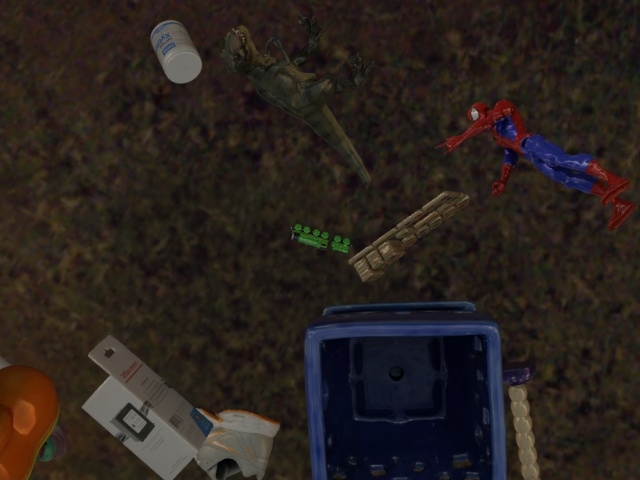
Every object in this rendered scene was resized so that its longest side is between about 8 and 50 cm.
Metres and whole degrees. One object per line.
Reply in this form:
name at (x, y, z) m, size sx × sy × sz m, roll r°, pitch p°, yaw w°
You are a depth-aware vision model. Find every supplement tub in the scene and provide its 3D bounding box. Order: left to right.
supplement tub at (-0.260, -0.341, 2.067) m, size 0.071 × 0.107 × 0.071 m, roll -15°, pitch 137°, yaw -15°

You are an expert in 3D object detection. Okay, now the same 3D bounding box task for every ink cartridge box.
ink cartridge box at (-0.227, 0.208, 1.439) m, size 0.180 × 0.104 × 0.060 m, roll 42°, pitch 101°, yaw -2°

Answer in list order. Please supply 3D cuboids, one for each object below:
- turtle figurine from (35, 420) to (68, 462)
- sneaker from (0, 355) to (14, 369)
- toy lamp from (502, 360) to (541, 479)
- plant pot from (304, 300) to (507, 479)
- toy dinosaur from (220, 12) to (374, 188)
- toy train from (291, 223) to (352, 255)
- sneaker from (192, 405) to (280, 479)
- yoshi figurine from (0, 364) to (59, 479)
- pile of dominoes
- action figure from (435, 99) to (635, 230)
turtle figurine at (-0.373, 0.246, 1.264) m, size 0.175 × 0.118 × 0.234 m, roll -24°, pitch 167°, yaw 7°
sneaker at (-0.514, 0.127, 1.614) m, size 0.232 × 0.115 × 0.090 m, roll 36°, pitch -178°, yaw -25°
toy lamp at (0.330, 0.332, 1.822) m, size 0.080 × 0.080 × 0.275 m, roll -6°, pitch 94°, yaw 32°
plant pot at (0.104, 0.191, 1.449) m, size 0.236 × 0.212 × 0.236 m, roll -2°, pitch 100°, yaw 2°
toy dinosaur at (-0.008, -0.182, 1.322) m, size 0.268 × 0.118 × 0.064 m, roll 39°, pitch 166°, yaw -33°
toy train at (0.000, 0.000, 1.513) m, size 0.083 × 0.024 × 0.017 m, roll 16°, pitch 160°, yaw 0°
sneaker at (-0.197, 0.348, 1.959) m, size 0.262 × 0.121 × 0.099 m, roll -1°, pitch 161°, yaw 33°
yoshi figurine at (-0.331, 0.032, 0.748) m, size 0.203 × 0.203 × 0.362 m, roll 44°, pitch 175°, yaw 41°
pile of dominoes at (0.180, -0.006, 2.165) m, size 0.251 × 0.196 × 0.040 m, roll -36°, pitch 76°, yaw 22°
action figure at (0.270, -0.095, 1.544) m, size 0.280 × 0.139 × 0.091 m, roll 46°, pitch 170°, yaw 40°
